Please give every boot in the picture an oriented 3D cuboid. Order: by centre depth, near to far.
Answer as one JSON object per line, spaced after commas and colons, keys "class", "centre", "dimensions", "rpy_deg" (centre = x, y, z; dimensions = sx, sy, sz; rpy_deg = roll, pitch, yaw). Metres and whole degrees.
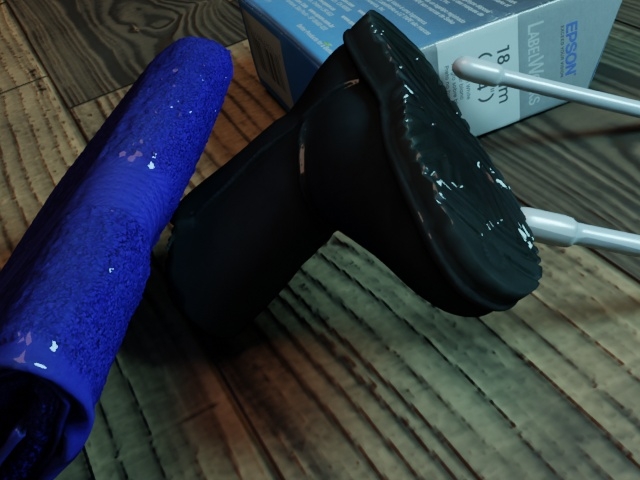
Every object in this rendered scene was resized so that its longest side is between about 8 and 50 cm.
{"class": "boot", "centre": [0.000, 0.000, 0.481], "dimensions": [0.207, 0.094, 0.246], "rpy_deg": [-44, 37, 23]}

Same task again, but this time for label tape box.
{"class": "label tape box", "centre": [0.123, -0.198, 0.744], "dimensions": [0.334, 0.106, 0.240], "rpy_deg": [-22, 37, -11]}

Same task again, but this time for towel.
{"class": "towel", "centre": [-0.146, 0.025, 0.496], "dimensions": [0.228, 0.076, 0.308], "rpy_deg": [-40, 24, 34]}

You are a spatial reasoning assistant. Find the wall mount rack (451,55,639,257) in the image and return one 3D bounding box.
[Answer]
{"class": "wall mount rack", "centre": [0.262, -0.081, 0.521], "dimensions": [0.304, 0.130, 0.350], "rpy_deg": [-22, 33, 14]}
